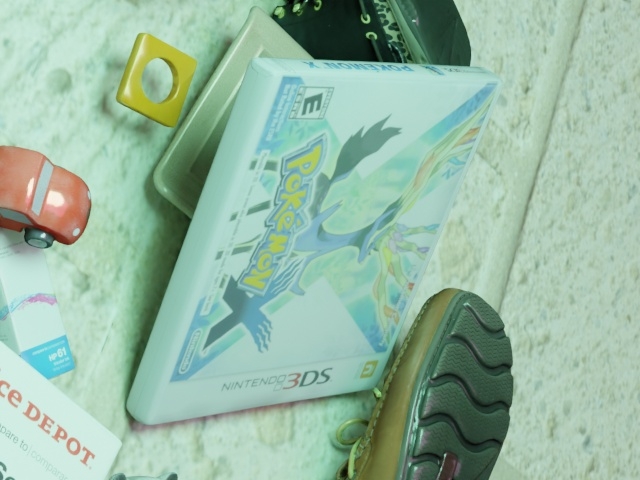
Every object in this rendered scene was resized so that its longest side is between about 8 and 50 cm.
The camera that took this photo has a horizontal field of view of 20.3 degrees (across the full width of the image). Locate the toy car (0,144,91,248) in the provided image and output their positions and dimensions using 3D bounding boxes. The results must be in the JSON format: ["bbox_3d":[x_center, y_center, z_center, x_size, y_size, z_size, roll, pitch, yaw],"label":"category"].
[{"bbox_3d":[-0.309,-0.042,1.267,0.239,0.053,0.225,45,66,7],"label":"toy car"}]

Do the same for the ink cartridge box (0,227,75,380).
[{"bbox_3d":[-0.244,0.048,1.353,0.052,0.088,0.122,-23,102,-46],"label":"ink cartridge box"}]

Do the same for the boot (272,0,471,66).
[{"bbox_3d":[0.018,-0.231,1.606,0.085,0.178,0.236,-48,122,-39],"label":"boot"}]

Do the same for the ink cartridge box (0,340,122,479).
[{"bbox_3d":[-0.286,0.200,1.231,0.198,0.115,0.273,46,54,-34],"label":"ink cartridge box"}]

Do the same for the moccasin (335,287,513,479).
[{"bbox_3d":[0.075,0.223,1.649,0.139,0.147,0.380,24,74,-36],"label":"moccasin"}]

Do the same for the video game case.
[{"bbox_3d":[0.000,0.000,1.537,0.300,0.036,0.329,-4,122,-48],"label":"video game case"}]

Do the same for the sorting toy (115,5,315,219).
[{"bbox_3d":[-0.055,-0.082,1.593,0.348,0.047,0.196,41,69,-38],"label":"sorting toy"}]

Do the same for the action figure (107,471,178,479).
[{"bbox_3d":[-0.140,0.326,1.280,0.178,0.341,0.330,13,75,-28],"label":"action figure"}]
